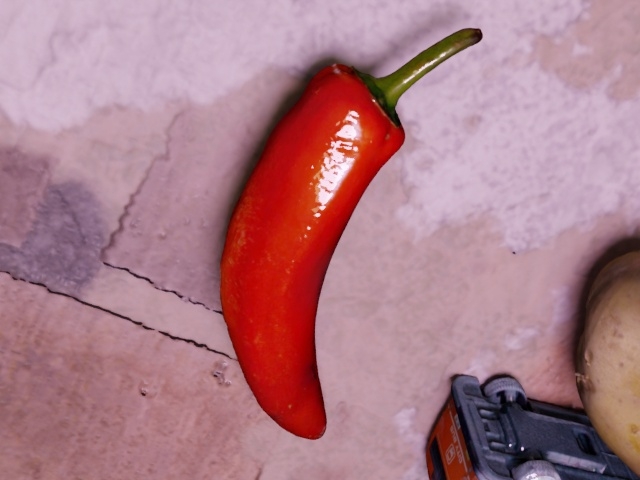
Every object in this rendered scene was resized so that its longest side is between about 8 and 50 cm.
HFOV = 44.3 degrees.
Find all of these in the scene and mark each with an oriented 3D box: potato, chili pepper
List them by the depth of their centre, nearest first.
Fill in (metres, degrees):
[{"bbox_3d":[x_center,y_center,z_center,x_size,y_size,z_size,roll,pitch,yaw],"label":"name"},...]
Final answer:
[{"bbox_3d":[0.315,0.133,0.588,0.141,0.296,0.192,-13,136,-30],"label":"potato"},{"bbox_3d":[-0.007,0.004,0.589,0.137,0.092,0.369,1,125,-29],"label":"chili pepper"}]

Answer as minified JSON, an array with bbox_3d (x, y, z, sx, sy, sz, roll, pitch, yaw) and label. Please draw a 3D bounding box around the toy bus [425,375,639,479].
[{"bbox_3d":[0.225,0.216,0.702,0.265,0.121,0.120,15,122,-16],"label":"toy bus"}]
